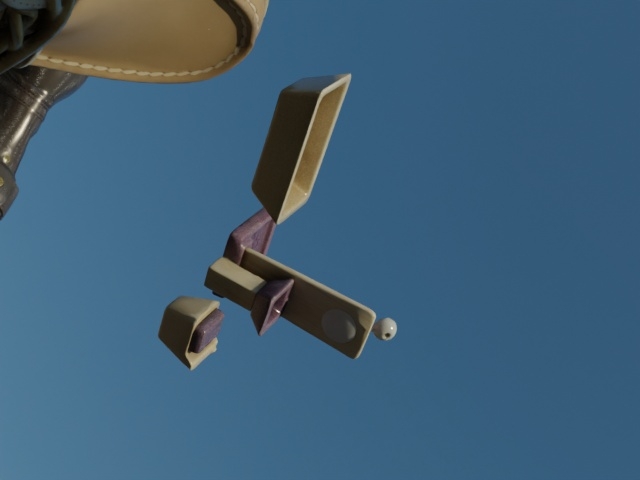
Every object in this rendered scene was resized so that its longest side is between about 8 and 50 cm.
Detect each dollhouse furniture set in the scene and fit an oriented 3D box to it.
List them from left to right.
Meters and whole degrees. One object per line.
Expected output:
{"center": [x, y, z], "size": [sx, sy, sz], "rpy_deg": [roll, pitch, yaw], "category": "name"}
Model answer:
{"center": [0.000, 0.000, 0.400], "size": [0.081, 0.091, 0.114], "rpy_deg": [28, -58, 13], "category": "dollhouse furniture set"}

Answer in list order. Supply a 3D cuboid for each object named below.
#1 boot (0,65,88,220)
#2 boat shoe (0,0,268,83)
{"center": [-0.259, -0.069, 0.670], "size": [0.091, 0.229, 0.263], "rpy_deg": [38, -21, -35], "category": "boot"}
{"center": [-0.161, -0.116, 0.423], "size": [0.121, 0.341, 0.110], "rpy_deg": [-48, -130, 35], "category": "boat shoe"}
